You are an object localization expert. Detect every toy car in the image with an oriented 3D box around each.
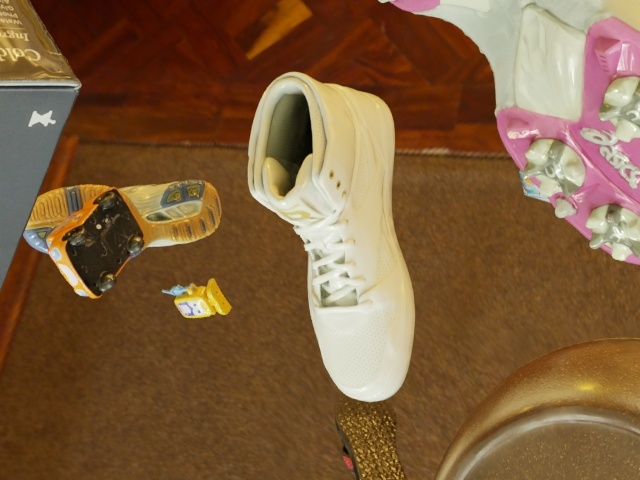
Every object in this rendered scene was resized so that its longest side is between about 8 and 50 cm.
[{"bbox_3d":[-0.100,0.025,0.504,0.040,0.122,0.060,-11,48,27],"label":"toy car"}]

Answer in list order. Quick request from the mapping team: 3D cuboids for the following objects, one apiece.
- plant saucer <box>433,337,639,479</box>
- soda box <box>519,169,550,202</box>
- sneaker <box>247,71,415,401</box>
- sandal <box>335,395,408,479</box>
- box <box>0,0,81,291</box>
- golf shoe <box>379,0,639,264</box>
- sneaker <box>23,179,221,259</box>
[{"bbox_3d":[0.159,0.209,0.528,0.310,0.050,0.311,-7,80,47],"label":"plant saucer"},{"bbox_3d":[0.294,-0.130,1.102,0.063,0.058,0.183,21,71,27],"label":"soda box"},{"bbox_3d":[0.000,0.000,0.844,0.108,0.169,0.292,-9,82,29],"label":"sneaker"},{"bbox_3d":[0.051,0.221,0.982,0.067,0.040,0.179,3,32,-10],"label":"sandal"},{"bbox_3d":[-0.344,-0.081,0.636,0.312,0.179,0.343,54,132,26],"label":"box"},{"bbox_3d":[0.093,-0.136,0.384,0.140,0.115,0.306,-42,101,-27],"label":"golf shoe"},{"bbox_3d":[-0.288,-0.023,1.343,0.131,0.296,0.112,-3,92,49],"label":"sneaker"}]
